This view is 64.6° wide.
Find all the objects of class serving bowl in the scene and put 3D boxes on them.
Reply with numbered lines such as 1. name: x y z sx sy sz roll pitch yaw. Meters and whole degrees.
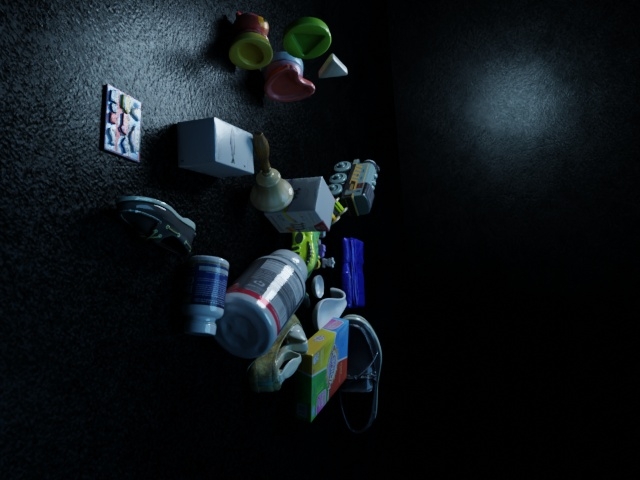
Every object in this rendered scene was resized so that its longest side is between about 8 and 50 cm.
1. serving bowl: -0.015 0.170 1.867 0.083 0.027 0.083 -4 90 -69

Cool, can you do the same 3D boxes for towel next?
1. towel: 0.154 0.147 2.245 0.228 0.076 0.308 14 74 -67

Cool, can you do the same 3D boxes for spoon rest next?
1. spoon rest: 0.038 0.259 1.917 0.276 0.084 0.137 -49 132 -62

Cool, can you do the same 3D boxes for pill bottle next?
1. pill bottle: -0.144 0.147 1.325 0.318 0.176 0.176 -53 135 -60
2. pill bottle: -0.261 0.126 1.137 0.094 0.094 0.169 41 49 -62

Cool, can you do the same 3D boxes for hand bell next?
1. hand bell: -0.145 -0.198 1.357 0.242 0.126 0.126 86 13 -56

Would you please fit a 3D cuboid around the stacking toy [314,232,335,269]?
1. stacking toy: 0.000 0.000 1.900 0.167 0.052 0.221 13 74 -68

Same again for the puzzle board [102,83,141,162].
1. puzzle board: -0.383 -0.227 0.989 0.096 0.011 0.128 18 70 -68

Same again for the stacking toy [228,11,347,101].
1. stacking toy: -0.089 -0.556 1.464 0.309 0.280 0.130 38 41 -61

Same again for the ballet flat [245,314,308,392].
1. ballet flat: -0.100 0.328 1.501 0.348 0.123 0.123 -49 132 -62

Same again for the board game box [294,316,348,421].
1. board game box: 0.008 0.434 1.751 0.316 0.064 0.242 -29 123 -62

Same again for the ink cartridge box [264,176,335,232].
1. ink cartridge box: -0.064 -0.108 1.577 0.128 0.176 0.127 54 41 -54

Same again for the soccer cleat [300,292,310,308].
1. soccer cleat: -0.089 0.173 1.645 0.179 0.060 0.072 60 42 -37

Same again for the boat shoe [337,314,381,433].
1. boat shoe: 0.147 0.541 2.026 0.156 0.187 0.500 -46 135 -70

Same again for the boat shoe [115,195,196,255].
1. boat shoe: -0.323 -0.026 1.015 0.228 0.081 0.068 39 47 -66

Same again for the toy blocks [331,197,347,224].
1. toy blocks: 0.024 -0.145 1.918 0.148 0.054 0.123 51 42 -10

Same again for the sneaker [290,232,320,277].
1. sneaker: -0.054 0.002 1.724 0.123 0.110 0.295 97 3 -53

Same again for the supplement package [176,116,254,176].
1. supplement package: -0.247 -0.217 1.212 0.179 0.105 0.105 4 84 -69

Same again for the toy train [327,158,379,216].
1. toy train: 0.137 -0.222 2.099 0.334 0.190 0.142 -69 149 -47
